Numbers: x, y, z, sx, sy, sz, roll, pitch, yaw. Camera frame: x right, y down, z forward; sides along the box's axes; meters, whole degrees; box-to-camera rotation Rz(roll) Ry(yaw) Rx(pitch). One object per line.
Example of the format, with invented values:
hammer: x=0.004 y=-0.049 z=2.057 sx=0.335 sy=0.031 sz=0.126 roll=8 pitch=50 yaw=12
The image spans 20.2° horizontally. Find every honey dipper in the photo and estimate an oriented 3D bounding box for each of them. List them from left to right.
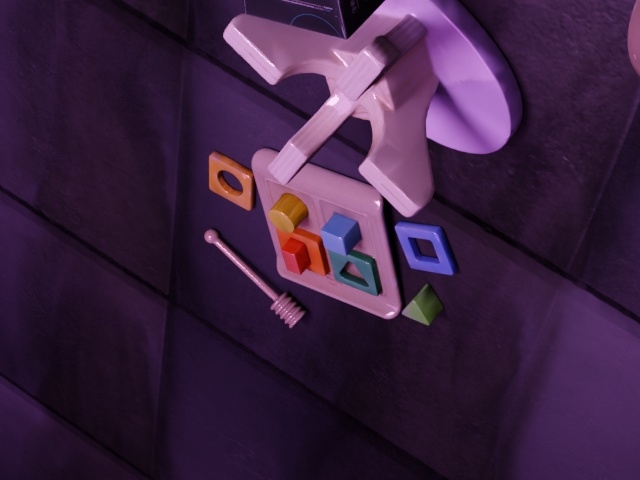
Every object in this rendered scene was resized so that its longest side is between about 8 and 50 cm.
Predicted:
honey dipper: x=-0.084 y=0.044 z=2.227 sx=0.161 sy=0.030 sz=0.030 roll=44 pitch=147 yaw=2

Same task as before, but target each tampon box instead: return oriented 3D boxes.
tampon box: x=0.011 y=-0.279 z=1.638 sx=0.120 sy=0.161 sz=0.101 roll=17 pitch=139 yaw=31

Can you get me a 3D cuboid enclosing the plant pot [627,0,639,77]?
plant pot: x=0.371 y=-0.139 z=1.388 sx=0.229 sy=0.263 sz=0.263 roll=41 pitch=152 yaw=39

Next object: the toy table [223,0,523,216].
toy table: x=0.049 y=-0.156 z=1.743 sx=0.274 sy=0.161 sz=0.252 roll=37 pitch=146 yaw=10

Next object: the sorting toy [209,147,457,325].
sorting toy: x=0.000 y=0.000 z=2.072 sx=0.348 sy=0.047 sz=0.196 roll=21 pitch=141 yaw=29
